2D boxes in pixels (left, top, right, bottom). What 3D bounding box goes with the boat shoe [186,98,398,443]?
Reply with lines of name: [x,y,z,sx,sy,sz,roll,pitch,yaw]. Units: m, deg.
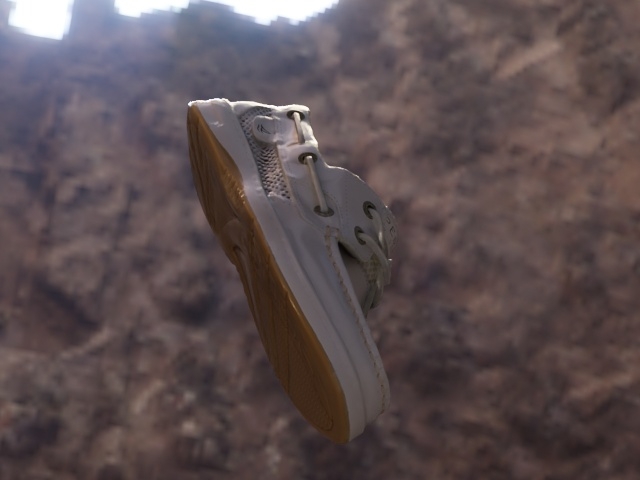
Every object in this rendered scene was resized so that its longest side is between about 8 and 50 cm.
boat shoe: [0.000,0.000,1.097,0.096,0.098,0.277,-12,-138,-13]
